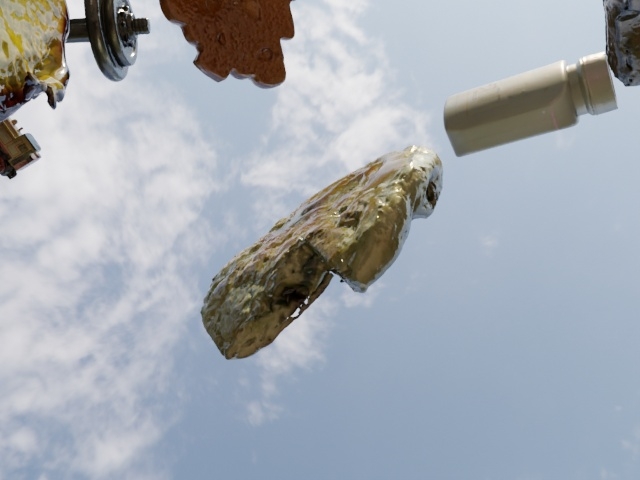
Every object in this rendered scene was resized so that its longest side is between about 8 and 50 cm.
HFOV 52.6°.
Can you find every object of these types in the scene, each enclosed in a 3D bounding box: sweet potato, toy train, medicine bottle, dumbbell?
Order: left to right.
[{"bbox_3d":[-0.525,-0.171,1.054,0.087,0.050,0.137,-33,-77,-4],"label":"toy train"},{"bbox_3d":[-0.460,-0.386,1.201,0.290,0.192,0.191,-4,-97,1],"label":"dumbbell"},{"bbox_3d":[0.387,-0.253,1.209,0.111,0.297,0.161,58,-149,-29],"label":"medicine bottle"},{"bbox_3d":[0.418,-0.289,0.870,0.062,0.233,0.081,-29,-119,14],"label":"sweet potato"}]

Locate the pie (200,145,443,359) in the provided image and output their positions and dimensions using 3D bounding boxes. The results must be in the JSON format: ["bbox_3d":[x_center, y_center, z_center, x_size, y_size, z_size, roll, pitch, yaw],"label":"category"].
[{"bbox_3d":[0.000,0.000,0.753,0.337,0.337,0.075,-43,-74,-14],"label":"pie"}]

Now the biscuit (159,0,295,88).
[{"bbox_3d":[-0.140,-0.436,1.200,0.284,0.043,0.306,34,-102,-34],"label":"biscuit"}]

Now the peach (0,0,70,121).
[{"bbox_3d":[-0.429,-0.287,0.665,0.353,0.338,0.416,23,-136,24],"label":"peach"}]
